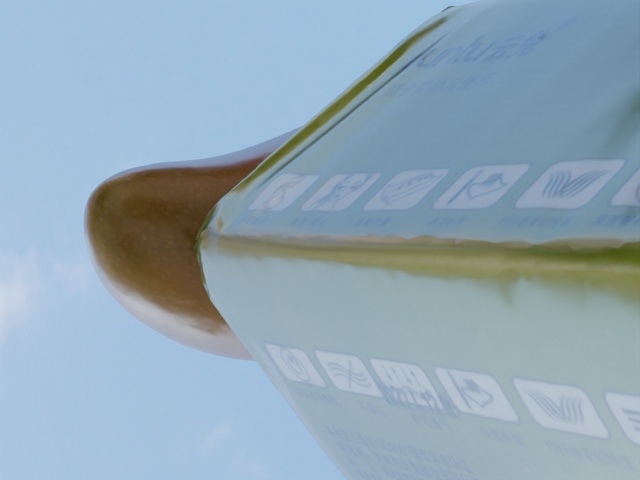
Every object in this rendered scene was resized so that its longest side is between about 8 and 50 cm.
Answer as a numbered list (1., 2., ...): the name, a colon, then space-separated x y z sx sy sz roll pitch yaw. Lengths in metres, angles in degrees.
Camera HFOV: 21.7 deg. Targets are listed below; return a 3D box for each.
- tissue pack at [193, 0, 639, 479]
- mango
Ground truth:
1. tissue pack: 0.118 0.030 0.504 0.167 0.275 0.200 -42 -72 -20
2. mango: 0.000 0.000 0.650 0.184 0.085 0.102 -10 -60 -25
